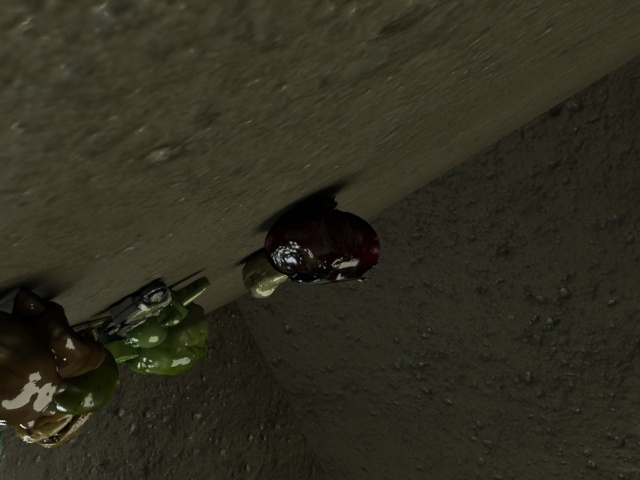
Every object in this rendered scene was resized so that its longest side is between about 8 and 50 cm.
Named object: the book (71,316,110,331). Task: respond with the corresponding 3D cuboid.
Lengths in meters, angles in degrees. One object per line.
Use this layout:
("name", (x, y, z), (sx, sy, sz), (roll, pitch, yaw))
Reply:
("book", (-0.686, 0.266, 1.281), (0.208, 0.020, 0.295), (-29, 176, 7))

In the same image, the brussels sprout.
("brussels sprout", (-0.504, 0.325, 1.667), (0.316, 0.243, 0.273), (-34, -172, -38))

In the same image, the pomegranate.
("pomegranate", (-0.626, 0.347, 1.275), (0.198, 0.198, 0.246), (-25, 162, -38))

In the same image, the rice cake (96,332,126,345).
("rice cake", (-0.632, 0.284, 1.546), (0.206, 0.063, 0.069), (-31, 170, 36))

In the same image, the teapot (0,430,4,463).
("teapot", (-0.917, 0.506, 1.255), (0.159, 0.232, 0.159), (-50, -161, 23))

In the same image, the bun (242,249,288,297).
("bun", (-0.195, 0.102, 1.777), (0.229, 0.145, 0.229), (-43, -157, 23))

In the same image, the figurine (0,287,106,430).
("figurine", (-0.440, 0.180, 0.717), (0.173, 0.177, 0.247), (-47, -170, -20))

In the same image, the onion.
("onion", (0.000, 0.000, 1.296), (0.314, 0.232, 0.314), (-3, 174, 0))

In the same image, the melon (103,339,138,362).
("melon", (-0.665, 0.338, 1.462), (0.118, 0.064, 0.209), (-23, 162, 31))

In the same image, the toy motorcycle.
("toy motorcycle", (-0.461, 0.174, 1.265), (0.228, 0.074, 0.151), (-39, 168, 13))

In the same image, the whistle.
("whistle", (-0.463, 0.199, 1.435), (0.294, 0.141, 0.141), (-48, 175, 4))

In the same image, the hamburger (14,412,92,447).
("hamburger", (-0.828, 0.494, 1.572), (0.318, 0.158, 0.319), (-20, -143, 16))
